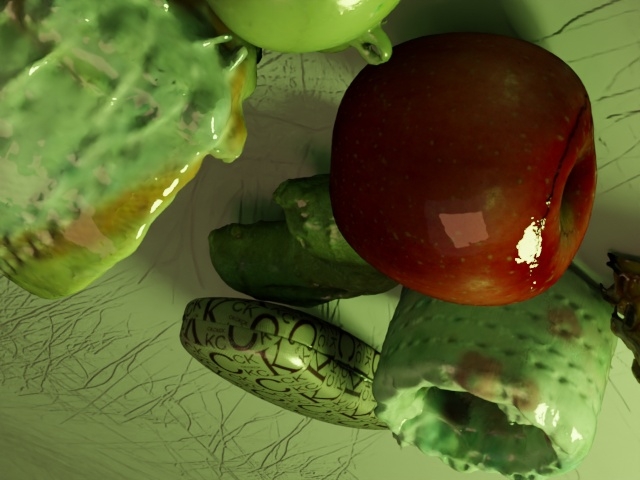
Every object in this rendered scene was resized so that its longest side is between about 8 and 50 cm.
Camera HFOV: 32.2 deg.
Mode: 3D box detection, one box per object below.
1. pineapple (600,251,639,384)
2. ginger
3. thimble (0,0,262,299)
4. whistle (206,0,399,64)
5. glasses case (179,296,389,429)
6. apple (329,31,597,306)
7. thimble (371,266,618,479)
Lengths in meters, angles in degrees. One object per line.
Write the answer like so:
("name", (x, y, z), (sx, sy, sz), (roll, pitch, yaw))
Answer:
("pineapple", (0.360, 0.146, 0.841), (0.334, 0.158, 0.161), (14, 149, 18))
("ginger", (0.004, -0.002, 0.956), (0.137, 0.089, 0.290), (17, 160, -24))
("thimble", (-0.161, -0.100, 0.730), (0.167, 0.254, 0.288), (38, 167, -22))
("whistle", (-0.034, -0.229, 0.608), (0.141, 0.141, 0.294), (-14, 102, 48))
("glasses case", (-0.010, 0.128, 1.096), (0.137, 0.085, 0.354), (6, 164, 27))
("apple", (0.092, -0.048, 0.719), (0.168, 0.181, 0.181), (15, 149, 19))
("thimble", (0.142, 0.108, 0.957), (0.185, 0.149, 0.211), (36, 148, -21))
